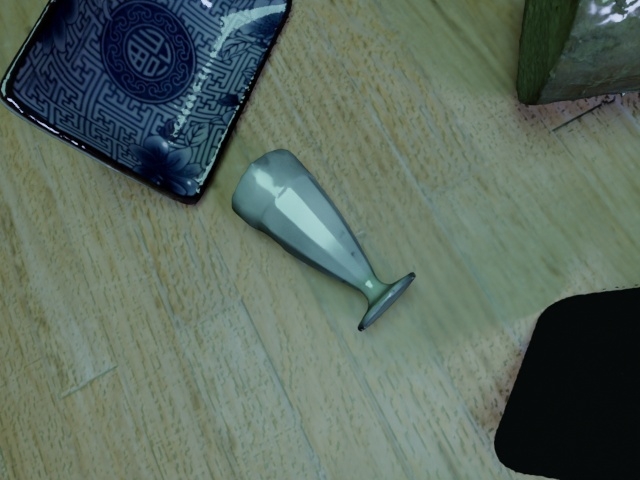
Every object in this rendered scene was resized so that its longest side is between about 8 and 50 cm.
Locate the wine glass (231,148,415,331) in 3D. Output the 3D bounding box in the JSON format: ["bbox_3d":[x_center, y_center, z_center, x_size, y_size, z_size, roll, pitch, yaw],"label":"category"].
[{"bbox_3d":[0.000,0.000,0.421,0.073,0.073,0.155,-43,77,-4],"label":"wine glass"}]

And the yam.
[{"bbox_3d":[0.287,-0.198,0.381,0.268,0.161,0.161,-7,75,7],"label":"yam"}]

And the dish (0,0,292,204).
[{"bbox_3d":[-0.151,-0.176,0.459,0.080,0.182,0.243,12,75,48],"label":"dish"}]

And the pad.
[{"bbox_3d":[0.202,0.137,0.241,0.250,0.055,0.323,-16,43,46],"label":"pad"}]
